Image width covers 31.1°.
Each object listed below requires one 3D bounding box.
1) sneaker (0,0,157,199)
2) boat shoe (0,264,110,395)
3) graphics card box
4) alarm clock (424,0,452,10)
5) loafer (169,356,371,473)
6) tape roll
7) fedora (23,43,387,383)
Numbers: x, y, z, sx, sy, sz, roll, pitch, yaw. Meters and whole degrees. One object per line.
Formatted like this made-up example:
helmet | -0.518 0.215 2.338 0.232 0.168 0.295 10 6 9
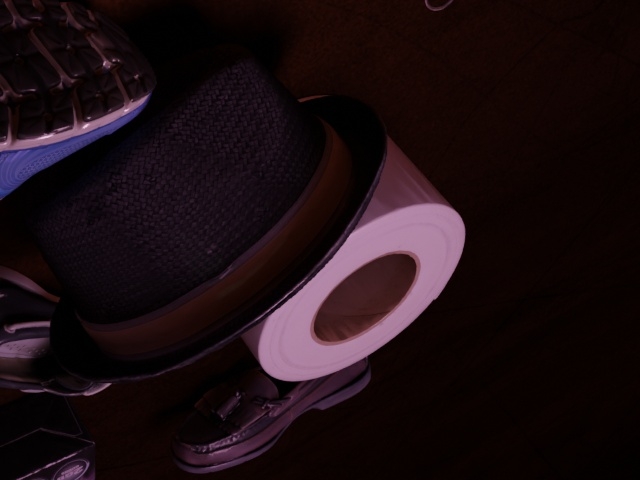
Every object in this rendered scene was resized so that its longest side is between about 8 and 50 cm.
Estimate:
sneaker | -0.276 -0.068 0.834 0.330 0.129 0.147 -24 162 -17
boat shoe | -0.247 0.108 1.113 0.114 0.091 0.303 -47 149 15
graphics card box | -0.372 0.335 1.292 0.233 0.094 0.370 -21 145 -27
alarm clock | 0.144 -0.287 1.021 0.129 0.064 0.192 -5 134 -45
loafer | -0.062 0.181 1.433 0.303 0.109 0.095 -24 129 -35
tape roll | 0.000 0.000 1.157 0.246 0.169 0.246 -27 148 -18
fedora | -0.116 -0.046 0.932 0.334 0.334 0.152 -38 120 -1
